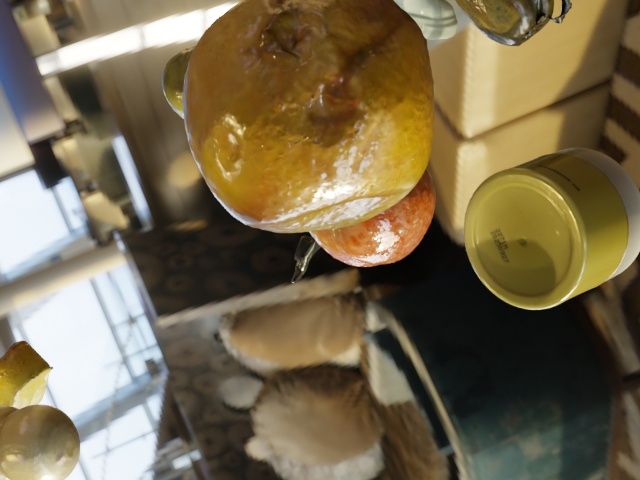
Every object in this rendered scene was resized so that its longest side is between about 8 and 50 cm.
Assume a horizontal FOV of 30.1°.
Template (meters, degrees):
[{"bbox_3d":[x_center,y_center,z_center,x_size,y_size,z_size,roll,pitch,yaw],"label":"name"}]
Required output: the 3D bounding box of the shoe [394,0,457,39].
[{"bbox_3d":[0.087,-0.407,1.836,0.132,0.363,0.160,30,112,43],"label":"shoe"}]

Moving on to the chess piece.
[{"bbox_3d":[-0.424,0.266,1.518,0.143,0.261,0.142,26,-121,-54],"label":"chess piece"}]

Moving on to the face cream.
[{"bbox_3d":[0.354,-0.020,1.808,0.218,0.179,0.218,16,114,39],"label":"face cream"}]

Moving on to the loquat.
[{"bbox_3d":[-0.009,-0.141,1.260,0.276,0.276,0.284,64,-174,15],"label":"loquat"}]

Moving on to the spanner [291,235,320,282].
[{"bbox_3d":[0.000,0.000,2.173,0.316,0.024,0.087,-48,-25,-68],"label":"spanner"}]

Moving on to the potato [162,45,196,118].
[{"bbox_3d":[-0.194,-0.284,2.215,0.197,0.148,0.228,13,174,35],"label":"potato"}]

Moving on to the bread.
[{"bbox_3d":[-0.574,0.269,2.224,0.094,0.102,0.245,43,149,5],"label":"bread"}]

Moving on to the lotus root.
[{"bbox_3d":[0.247,-0.392,1.730,0.241,0.124,0.123,57,146,3],"label":"lotus root"}]

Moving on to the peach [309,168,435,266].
[{"bbox_3d":[0.078,-0.056,1.872,0.232,0.233,0.232,157,90,-79],"label":"peach"}]
